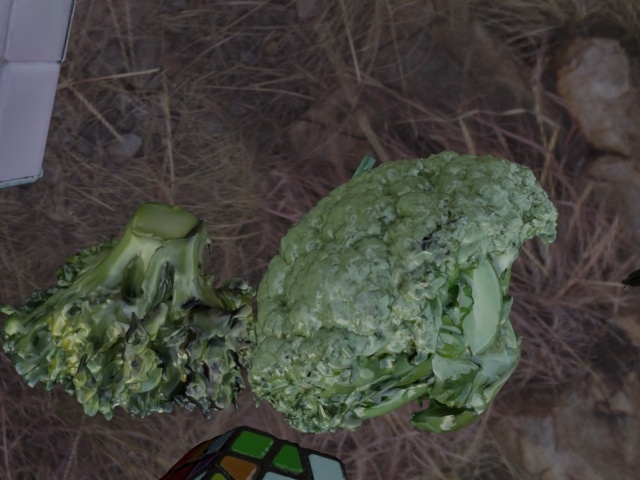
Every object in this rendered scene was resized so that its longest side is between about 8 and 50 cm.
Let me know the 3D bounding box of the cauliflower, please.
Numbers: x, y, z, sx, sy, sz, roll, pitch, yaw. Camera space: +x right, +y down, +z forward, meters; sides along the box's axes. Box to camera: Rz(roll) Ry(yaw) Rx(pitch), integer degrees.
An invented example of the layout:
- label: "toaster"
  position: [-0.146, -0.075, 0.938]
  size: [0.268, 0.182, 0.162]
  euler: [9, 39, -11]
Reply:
- label: "cauliflower"
  position: [0.078, 0.063, 0.686]
  size: [0.250, 0.275, 0.272]
  euler: [51, 35, -8]

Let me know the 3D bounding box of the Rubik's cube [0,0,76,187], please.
- label: "Rubik's cube"
  position: [-0.393, -0.176, 0.705]
  size: [0.224, 0.231, 0.221]
  euler: [-28, 141, -60]

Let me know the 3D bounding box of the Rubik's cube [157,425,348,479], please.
- label: "Rubik's cube"
  position: [-0.033, 0.152, 0.360]
  size: [0.112, 0.133, 0.133]
  euler: [23, 80, -67]

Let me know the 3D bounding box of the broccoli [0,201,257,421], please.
- label: "broccoli"
  position: [-0.237, 0.108, 1.058]
  size: [0.334, 0.272, 0.324]
  euler: [20, 57, 7]

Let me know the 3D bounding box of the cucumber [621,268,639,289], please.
- label: "cucumber"
  position: [0.433, 0.031, 0.972]
  size: [0.043, 0.163, 0.039]
  euler: [8, 69, -38]

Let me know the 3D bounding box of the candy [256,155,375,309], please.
- label: "candy"
  position: [0.000, 0.000, 1.061]
  size: [0.077, 0.073, 0.262]
  euler: [30, 92, -49]
